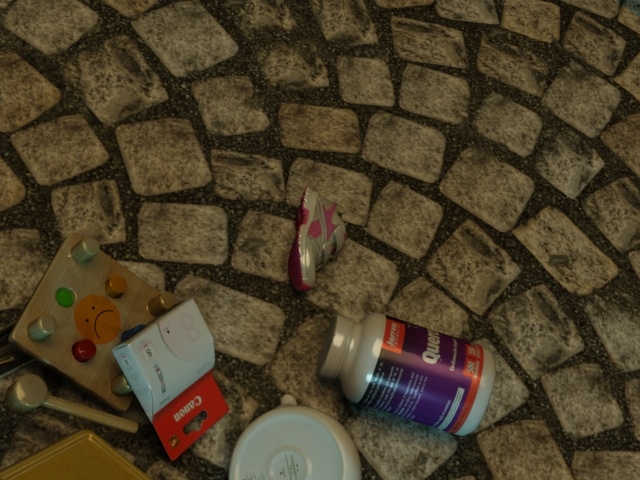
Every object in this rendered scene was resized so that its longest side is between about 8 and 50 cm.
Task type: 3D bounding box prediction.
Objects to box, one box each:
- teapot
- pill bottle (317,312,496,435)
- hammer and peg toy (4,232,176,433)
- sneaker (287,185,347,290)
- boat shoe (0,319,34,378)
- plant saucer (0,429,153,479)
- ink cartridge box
[{"bbox_3d":[-0.032,0.426,1.955,0.252,0.187,0.256,23,78,21],"label":"teapot"},{"bbox_3d":[0.165,0.251,2.128,0.322,0.181,0.182,18,53,-6],"label":"pill bottle"},{"bbox_3d":[-0.423,0.193,1.975,0.266,0.127,0.361,37,50,-22],"label":"hammer and peg toy"},{"bbox_3d":[0.000,0.000,2.295,0.111,0.103,0.252,14,55,-6],"label":"sneaker"},{"bbox_3d":[-0.538,0.179,2.021,0.227,0.069,0.081,-35,72,-33],"label":"boat shoe"},{"bbox_3d":[-0.379,0.439,1.772,0.332,0.081,0.332,33,25,18],"label":"plant saucer"},{"bbox_3d":[-0.251,0.248,1.982,0.189,0.066,0.232,-37,100,-50],"label":"ink cartridge box"}]
